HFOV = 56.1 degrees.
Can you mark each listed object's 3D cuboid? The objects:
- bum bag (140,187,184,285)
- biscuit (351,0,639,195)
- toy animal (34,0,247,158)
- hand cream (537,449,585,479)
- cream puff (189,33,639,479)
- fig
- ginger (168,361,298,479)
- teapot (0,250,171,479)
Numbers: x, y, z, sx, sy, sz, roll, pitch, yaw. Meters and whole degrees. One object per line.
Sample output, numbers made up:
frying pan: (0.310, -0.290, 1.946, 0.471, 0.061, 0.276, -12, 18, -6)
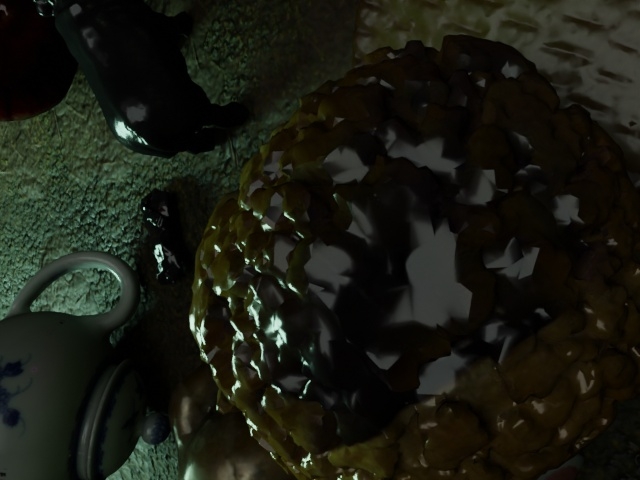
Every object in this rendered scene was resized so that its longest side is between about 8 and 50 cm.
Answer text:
bum bag: (-0.200, -0.006, 0.763, 0.058, 0.034, 0.124, -18, 86, 42)
biscuit: (0.168, -0.165, 0.503, 0.317, 0.040, 0.318, 5, 100, 31)
toy animal: (-0.234, -0.237, 0.674, 0.106, 0.168, 0.343, -39, 90, 32)
hand cream: (0.119, 0.265, 0.505, 0.124, 0.078, 0.341, 32, 87, 9)
cream puff: (0.051, 0.029, 0.423, 0.342, 0.231, 0.327, 3, 96, 16)
fig: (-0.422, -0.246, 0.817, 0.249, 0.186, 0.204, 148, 129, -72)
ginger: (-0.038, 0.293, 0.624, 0.256, 0.176, 0.375, -29, 78, 14)
teapot: (-0.331, 0.220, 0.770, 0.280, 0.252, 0.424, 10, 77, -2)
